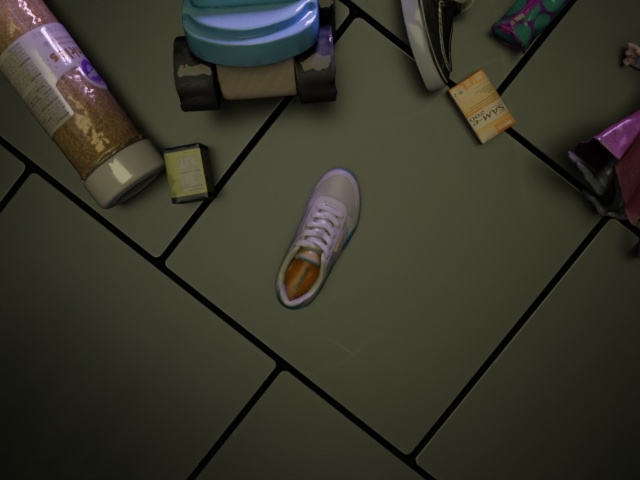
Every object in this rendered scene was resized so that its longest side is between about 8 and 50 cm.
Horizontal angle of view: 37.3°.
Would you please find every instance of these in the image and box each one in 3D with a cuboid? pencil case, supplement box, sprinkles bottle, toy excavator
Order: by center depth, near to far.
[{"bbox_3d":[-0.098,-0.458,1.283,0.222,0.445,0.433,-3,49,2],"label":"toy excavator"},{"bbox_3d":[0.328,-0.354,1.413,0.064,0.070,0.151,41,92,16],"label":"pencil case"},{"bbox_3d":[-0.381,-0.219,1.414,0.121,0.121,0.355,-37,91,3],"label":"sprinkles bottle"},{"bbox_3d":[-0.197,-0.100,1.433,0.056,0.083,0.083,-10,92,3],"label":"supplement box"},{"bbox_3d":[0.244,-0.202,1.439,0.062,0.036,0.098,-34,92,3],"label":"supplement box"}]

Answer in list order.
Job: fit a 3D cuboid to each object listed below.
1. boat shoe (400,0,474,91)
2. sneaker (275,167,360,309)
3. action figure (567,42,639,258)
[{"bbox_3d":[0.175,-0.377,1.396,0.105,0.113,0.306,-8,83,16],"label":"boat shoe"},{"bbox_3d":[0.000,0.000,1.428,0.087,0.092,0.228,21,92,2],"label":"sneaker"},{"bbox_3d":[0.534,-0.174,1.328,0.370,0.248,0.275,-38,92,6],"label":"action figure"}]
